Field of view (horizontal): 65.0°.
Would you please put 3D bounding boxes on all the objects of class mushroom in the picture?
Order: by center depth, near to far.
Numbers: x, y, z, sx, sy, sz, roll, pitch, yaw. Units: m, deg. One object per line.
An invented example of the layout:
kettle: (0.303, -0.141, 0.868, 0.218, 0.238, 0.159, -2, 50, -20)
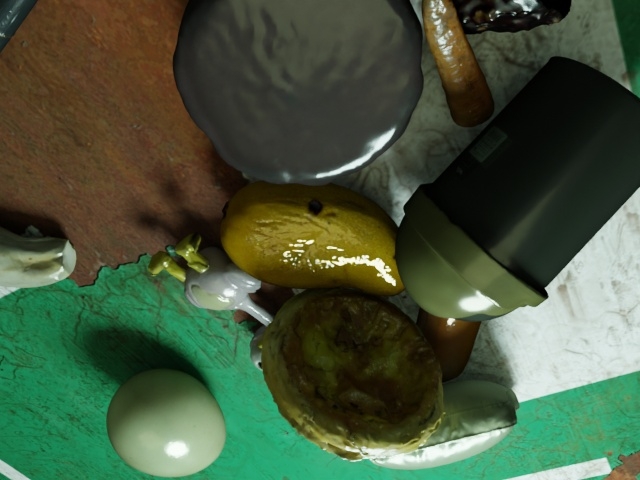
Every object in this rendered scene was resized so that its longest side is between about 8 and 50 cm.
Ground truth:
mushroom: (-0.576, -0.007, 0.804, 0.351, 0.095, 0.123, 21, 106, -13)

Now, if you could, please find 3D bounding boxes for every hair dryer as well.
hair dryer: (-0.449, -0.328, 0.601, 0.173, 0.050, 0.195, -35, 113, 21)

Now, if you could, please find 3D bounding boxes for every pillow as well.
pillow: (0.218, 0.316, 0.883, 0.255, 0.120, 0.322, -20, 160, 15)

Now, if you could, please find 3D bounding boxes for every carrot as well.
carrot: (0.150, -0.207, 0.568, 0.057, 0.057, 0.224, -24, 151, 19)

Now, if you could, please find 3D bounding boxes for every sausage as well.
sausage: (0.213, 0.132, 0.837, 0.105, 0.105, 0.274, 4, 125, 2)

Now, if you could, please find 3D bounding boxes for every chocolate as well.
chocolate: (0.179, -0.286, 0.550, 0.133, 0.156, 0.156, -12, 128, 45)

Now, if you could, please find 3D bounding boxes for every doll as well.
doll: (-0.116, 0.126, 0.857, 0.160, 0.094, 0.365, -24, 118, 35)

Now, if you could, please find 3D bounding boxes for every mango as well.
mango: (-0.001, -0.004, 0.748, 0.295, 0.120, 0.177, 11, 121, -11)

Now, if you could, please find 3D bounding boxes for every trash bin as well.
trash bin: (0.238, -0.038, 0.635, 0.214, 0.214, 0.334, 34, 106, -18)

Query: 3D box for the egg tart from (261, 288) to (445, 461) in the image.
egg tart: (0.046, 0.198, 0.746, 0.290, 0.290, 0.115, 18, 129, -8)

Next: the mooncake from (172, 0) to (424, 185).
mooncake: (-0.021, -0.207, 0.591, 0.283, 0.141, 0.283, 1, 130, 2)

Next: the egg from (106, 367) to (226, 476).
egg: (-0.290, 0.356, 0.975, 0.188, 0.188, 0.253, -29, 124, 22)
